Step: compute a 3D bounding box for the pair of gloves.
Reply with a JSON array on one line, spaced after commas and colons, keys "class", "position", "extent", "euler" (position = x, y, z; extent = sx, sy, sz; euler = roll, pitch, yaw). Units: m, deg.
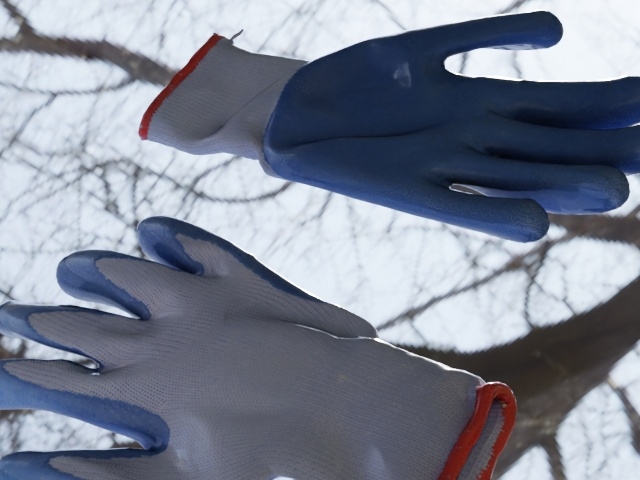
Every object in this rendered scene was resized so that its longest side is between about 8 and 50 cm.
[{"class": "pair of gloves", "position": [0.000, 0.000, 0.390], "extent": [0.159, 0.023, 0.198], "euler": [12, -129, 29]}]
